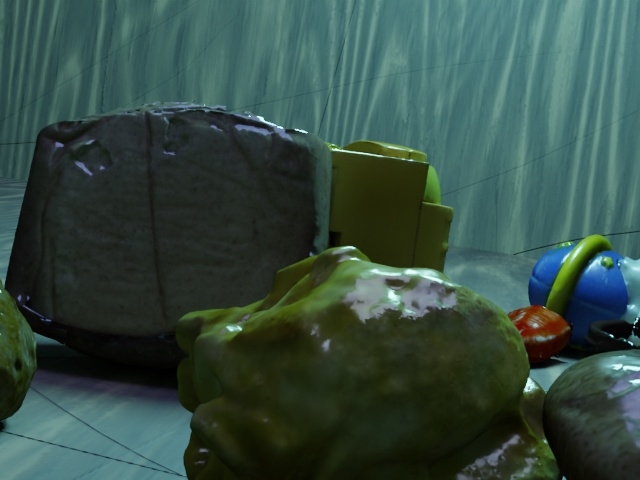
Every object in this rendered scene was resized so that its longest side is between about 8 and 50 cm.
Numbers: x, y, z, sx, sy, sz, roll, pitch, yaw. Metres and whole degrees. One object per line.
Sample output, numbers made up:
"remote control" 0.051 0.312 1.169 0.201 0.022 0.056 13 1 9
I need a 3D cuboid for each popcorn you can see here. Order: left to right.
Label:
"popcorn" 0.023 0.099 0.785 0.253 0.190 0.191 12 12 3

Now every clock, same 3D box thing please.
"clock" 0.000 0.000 1.483 0.200 0.244 0.317 11 2 -29

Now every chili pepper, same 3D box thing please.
"chili pepper" 0.243 0.121 1.581 0.088 0.065 0.169 10 9 26

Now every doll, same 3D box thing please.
"doll" 0.418 0.080 1.745 0.242 0.159 0.311 10 1 32

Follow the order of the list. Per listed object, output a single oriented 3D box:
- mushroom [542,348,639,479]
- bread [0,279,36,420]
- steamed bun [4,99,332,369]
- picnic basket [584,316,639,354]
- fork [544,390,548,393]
"mushroom" 0.241 0.154 0.683 0.278 0.146 0.278 33 9 -6
"bread" -0.326 0.067 0.947 0.230 0.123 0.230 10 7 -1
"steamed bun" -0.142 0.003 1.263 0.301 0.251 0.199 3 -8 -1
"picnic basket" 0.362 0.152 1.032 0.222 0.129 0.297 2 7 -40
"fork" 0.194 0.151 1.334 0.034 0.028 0.219 2 8 -24
